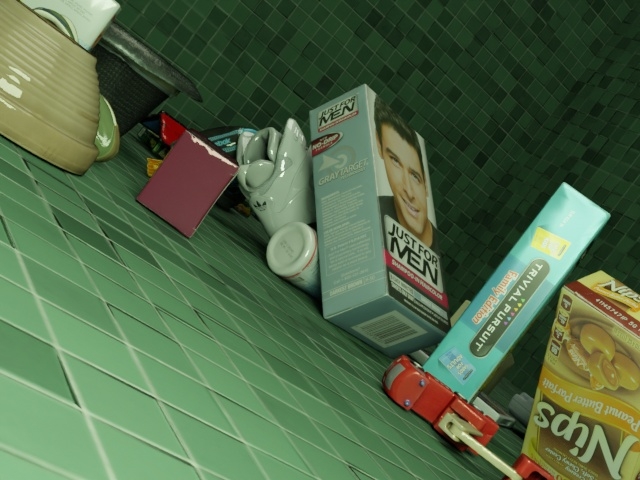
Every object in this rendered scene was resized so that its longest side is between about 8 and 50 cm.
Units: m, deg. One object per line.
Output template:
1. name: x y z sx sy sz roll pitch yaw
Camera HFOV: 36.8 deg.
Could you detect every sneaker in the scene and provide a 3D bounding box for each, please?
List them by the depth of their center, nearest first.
1. sneaker: -0.298 -0.183 1.119 0.086 0.064 0.192 17 51 -84
2. sneaker: -0.011 -0.143 1.648 0.137 0.366 0.210 -9 -54 41
3. sneaker: -0.155 -0.139 1.784 0.341 0.139 0.125 -7 76 -80

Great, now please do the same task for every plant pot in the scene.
1. plant pot: -0.309 -0.179 0.983 0.237 0.110 0.237 36 2 -2

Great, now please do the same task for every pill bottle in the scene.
1. pill bottle: -0.004 0.040 1.470 0.160 0.087 0.087 36 3 -46

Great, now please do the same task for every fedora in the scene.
1. fedora: -0.342 -0.259 1.500 0.334 0.152 0.334 37 1 -1

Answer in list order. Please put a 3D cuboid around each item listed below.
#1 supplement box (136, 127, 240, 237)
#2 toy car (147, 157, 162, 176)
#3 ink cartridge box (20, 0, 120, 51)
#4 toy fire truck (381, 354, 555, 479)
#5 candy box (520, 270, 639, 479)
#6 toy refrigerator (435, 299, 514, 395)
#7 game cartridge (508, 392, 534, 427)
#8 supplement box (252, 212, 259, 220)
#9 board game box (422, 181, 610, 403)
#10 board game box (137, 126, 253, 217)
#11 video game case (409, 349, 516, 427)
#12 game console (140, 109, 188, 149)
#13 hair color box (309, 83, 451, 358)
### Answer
1. supplement box: -0.162 -0.077 1.203 0.081 0.104 0.188 36 2 -9
2. toy car: -0.220 -0.079 1.480 0.122 0.060 0.040 18 55 -24
3. ink cartridge box: -0.355 -0.270 1.229 0.127 0.176 0.128 36 3 -16
4. toy fire truck: 0.155 0.206 1.057 0.192 0.047 0.135 36 4 -4
5. candy box: 0.391 0.223 1.316 0.087 0.316 0.183 -17 38 -31
6. toy refrigerator: 0.295 0.212 1.849 0.094 0.102 0.269 38 -7 26
7. game cartridge: 0.476 0.395 1.837 0.196 0.060 0.294 34 -4 35
8. supplement box: -0.105 -0.072 2.221 0.083 0.083 0.056 34 3 -37
9. board game box: 0.265 0.094 1.347 0.079 0.336 0.254 38 3 13
10. board game box: -0.260 -0.143 2.013 0.259 0.030 0.136 36 5 -30
11. video game case: 0.255 0.264 1.736 0.201 0.023 0.183 39 3 24
12. game console: -0.292 -0.188 1.921 0.144 0.085 0.124 34 35 -40
13. hair color box: 0.088 -0.031 1.468 0.185 0.113 0.374 35 41 -45
